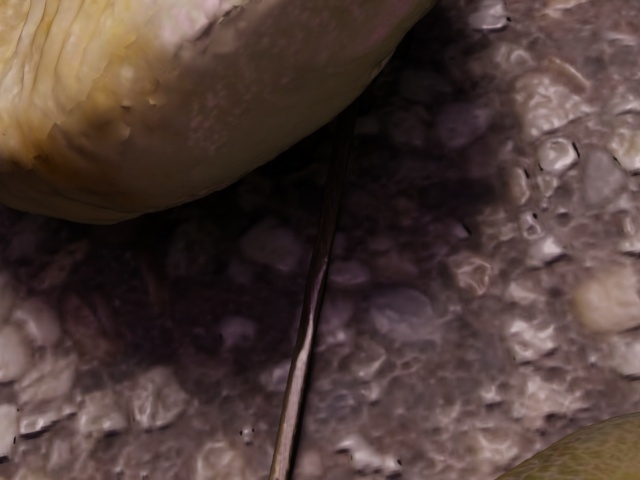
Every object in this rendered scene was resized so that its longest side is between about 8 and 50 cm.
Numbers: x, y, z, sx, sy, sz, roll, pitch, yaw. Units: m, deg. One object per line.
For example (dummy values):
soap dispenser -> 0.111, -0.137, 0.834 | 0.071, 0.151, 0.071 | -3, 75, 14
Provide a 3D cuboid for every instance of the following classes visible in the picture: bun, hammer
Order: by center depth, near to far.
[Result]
bun -> -0.079, -0.187, 0.572 | 0.365, 0.219, 0.365 | -6, 80, 35
hammer -> 0.000, 0.000, 0.600 | 0.058, 0.029, 0.292 | 6, 70, 13

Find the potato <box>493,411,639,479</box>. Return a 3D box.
potato -> 0.132, 0.165, 0.441 | 0.235, 0.160, 0.178 | -32, 84, -14
